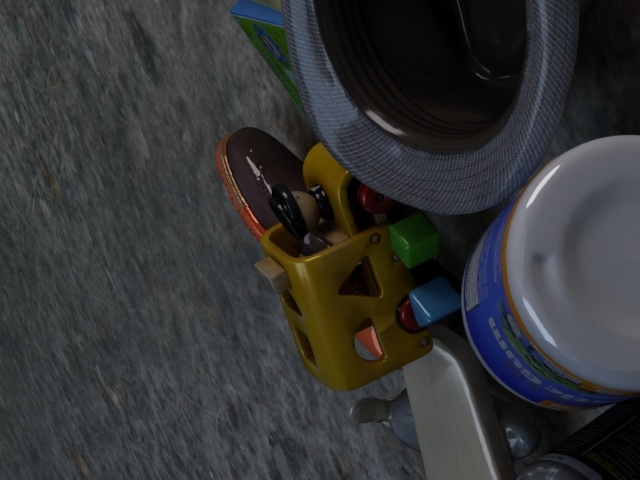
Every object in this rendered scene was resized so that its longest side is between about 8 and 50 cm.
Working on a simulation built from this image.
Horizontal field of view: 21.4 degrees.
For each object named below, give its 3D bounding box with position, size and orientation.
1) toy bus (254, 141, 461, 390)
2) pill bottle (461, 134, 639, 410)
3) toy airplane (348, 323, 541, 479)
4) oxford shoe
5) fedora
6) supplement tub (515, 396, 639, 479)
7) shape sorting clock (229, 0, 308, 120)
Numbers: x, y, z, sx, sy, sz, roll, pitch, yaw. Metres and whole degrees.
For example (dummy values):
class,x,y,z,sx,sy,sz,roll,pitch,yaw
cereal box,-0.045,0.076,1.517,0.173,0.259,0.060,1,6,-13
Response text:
class,x,y,z,sx,sy,sz,roll,pitch,yaw
toy bus,0.006,0.012,1.265,0.202,0.104,0.191,58,164,21
pill bottle,0.173,0.032,1.095,0.152,0.152,0.272,57,171,7
toy airplane,0.140,0.303,1.382,0.384,0.272,0.386,36,116,8
oxford shoe,0.021,-0.016,1.429,0.271,0.097,0.098,44,130,16
fedora,0.093,-0.168,1.105,0.243,0.124,0.275,17,123,40
supplement tub,0.212,0.179,1.172,0.117,0.190,0.117,39,145,35
shape sorting clock,0.002,-0.133,1.332,0.206,0.040,0.206,47,170,11
